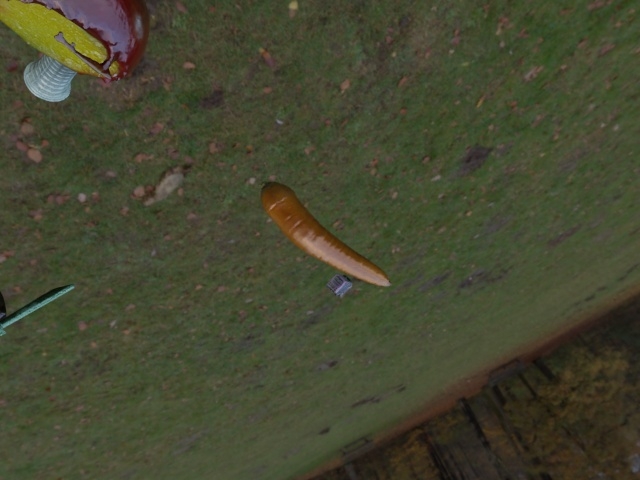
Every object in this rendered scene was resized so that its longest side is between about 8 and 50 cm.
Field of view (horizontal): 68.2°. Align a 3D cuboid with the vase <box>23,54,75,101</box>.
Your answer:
[{"bbox_3d":[-0.818,-0.547,1.482,0.143,0.143,0.299,-3,179,-42],"label":"vase"}]

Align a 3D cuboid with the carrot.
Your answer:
[{"bbox_3d":[0.000,0.001,0.772,0.062,0.271,0.066,-48,179,14],"label":"carrot"}]

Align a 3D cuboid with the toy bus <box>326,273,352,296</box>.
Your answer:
[{"bbox_3d":[0.048,0.110,1.181,0.052,0.037,0.131,-48,166,2],"label":"toy bus"}]

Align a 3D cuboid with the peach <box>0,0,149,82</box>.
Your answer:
[{"bbox_3d":[-0.623,-0.617,1.200,0.406,0.335,0.310,35,76,-44],"label":"peach"}]

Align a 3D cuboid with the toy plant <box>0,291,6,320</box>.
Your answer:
[{"bbox_3d":[-0.881,0.175,1.100,0.218,0.175,0.235,-14,176,38],"label":"toy plant"}]

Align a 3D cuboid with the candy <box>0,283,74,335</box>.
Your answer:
[{"bbox_3d":[-0.567,0.153,0.834,0.097,0.097,0.323,-46,-179,34],"label":"candy"}]
